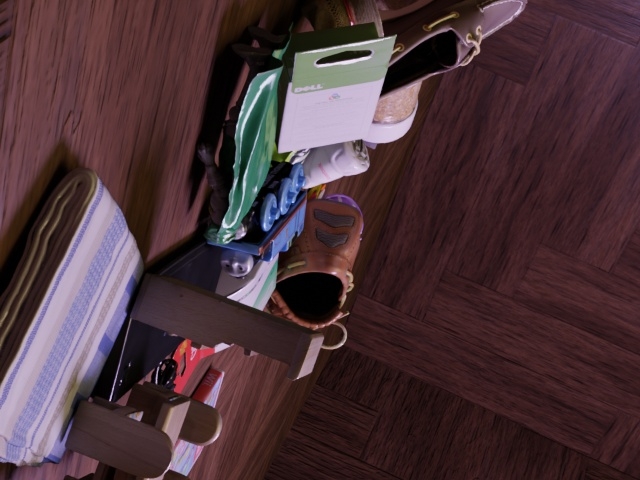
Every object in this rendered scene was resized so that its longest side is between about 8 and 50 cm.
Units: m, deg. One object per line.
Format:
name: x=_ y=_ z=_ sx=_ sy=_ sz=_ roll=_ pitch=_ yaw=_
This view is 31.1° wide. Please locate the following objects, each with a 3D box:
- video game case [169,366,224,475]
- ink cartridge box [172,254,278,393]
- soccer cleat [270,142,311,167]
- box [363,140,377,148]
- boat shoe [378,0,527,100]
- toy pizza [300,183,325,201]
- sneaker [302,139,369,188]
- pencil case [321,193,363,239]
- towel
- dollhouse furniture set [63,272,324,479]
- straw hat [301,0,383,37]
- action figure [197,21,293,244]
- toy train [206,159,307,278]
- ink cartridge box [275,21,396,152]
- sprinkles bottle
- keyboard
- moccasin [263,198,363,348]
video game case: x=-0.226 y=0.344 z=1.690 sx=0.285 sy=0.025 sz=0.204 roll=-59 pitch=171 yaw=-48
ink cartridge box: x=-0.123 y=0.103 z=1.535 sx=0.181 sy=0.056 sz=0.224 roll=101 pitch=13 yaw=-62
soccer cleat: x=-0.042 y=-0.113 z=1.421 sx=0.178 sy=0.060 sz=0.072 roll=-61 pitch=-175 yaw=13
box: x=0.141 y=-0.335 z=1.979 sx=0.307 sy=0.077 sz=0.242 roll=-58 pitch=170 yaw=-51
boat shoe: x=0.150 y=-0.264 z=1.510 sx=0.324 sy=0.096 sz=0.116 roll=-23 pitch=153 yaw=-25
toy pizza: x=-0.002 y=-0.107 z=1.841 sx=0.201 sy=0.032 sz=0.201 roll=24 pitch=90 yaw=-84
sneaker: x=-0.003 y=-0.148 z=1.526 sx=0.115 sy=0.090 sz=0.232 roll=-25 pitch=-154 yaw=16
pencil case: x=0.000 y=0.000 z=1.826 sx=0.086 sy=0.088 sz=0.206 roll=-14 pitch=164 yaw=-22
towel: x=-0.201 y=0.073 z=0.882 sx=0.285 sy=0.034 sz=0.209 roll=96 pitch=17 yaw=-76
dollhouse furniture set: x=-0.117 y=0.172 z=1.057 sx=0.212 sy=0.161 sz=0.242 roll=29 pitch=81 yaw=-83
straw hat: x=0.013 y=-0.253 z=1.274 sx=0.061 sy=0.144 sz=0.144 roll=-24 pitch=164 yaw=-9
action figure: x=-0.080 y=-0.091 z=1.132 sx=0.137 sy=0.064 sz=0.232 roll=-59 pitch=167 yaw=-57
toy train: x=-0.068 y=-0.027 z=1.309 sx=0.184 sy=0.080 sz=0.105 roll=-55 pitch=153 yaw=-60
ink cartridge box: x=0.007 y=-0.176 z=1.234 sx=0.209 sy=0.109 sz=0.062 roll=105 pitch=-28 yaw=-65
sprinkles bottle: x=0.109 y=-0.293 z=1.674 sx=0.355 sy=0.121 sz=0.121 roll=104 pitch=12 yaw=-56
keyboard: x=-0.173 y=0.102 z=1.227 sx=0.317 sy=0.033 sz=0.201 roll=-42 pitch=150 yaw=-72
moccasin: x=-0.016 y=0.076 z=1.723 sx=0.380 sy=0.139 sz=0.146 roll=128 pitch=-27 yaw=-63
